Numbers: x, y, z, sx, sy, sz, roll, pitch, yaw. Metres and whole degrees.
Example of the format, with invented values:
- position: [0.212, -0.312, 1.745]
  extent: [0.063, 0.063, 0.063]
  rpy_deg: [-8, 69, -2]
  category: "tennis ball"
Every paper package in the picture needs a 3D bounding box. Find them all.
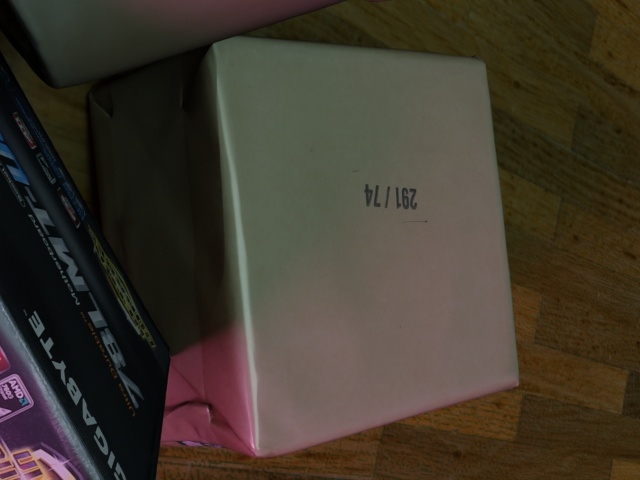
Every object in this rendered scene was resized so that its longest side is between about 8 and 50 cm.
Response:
- position: [0.000, 0.000, 0.838]
  extent: [0.325, 0.168, 0.309]
  rpy_deg: [-5, 87, -45]
  category: "paper package"

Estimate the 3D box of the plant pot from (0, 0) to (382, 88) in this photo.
- position: [-0.093, -0.242, 0.604]
  extent: [0.280, 0.323, 0.323]
  rpy_deg: [-35, 119, -13]
  category: "plant pot"

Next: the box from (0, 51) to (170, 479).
- position: [-0.180, -0.003, 0.548]
  extent: [0.073, 0.293, 0.295]
  rpy_deg: [-27, 102, -3]
  category: "box"
